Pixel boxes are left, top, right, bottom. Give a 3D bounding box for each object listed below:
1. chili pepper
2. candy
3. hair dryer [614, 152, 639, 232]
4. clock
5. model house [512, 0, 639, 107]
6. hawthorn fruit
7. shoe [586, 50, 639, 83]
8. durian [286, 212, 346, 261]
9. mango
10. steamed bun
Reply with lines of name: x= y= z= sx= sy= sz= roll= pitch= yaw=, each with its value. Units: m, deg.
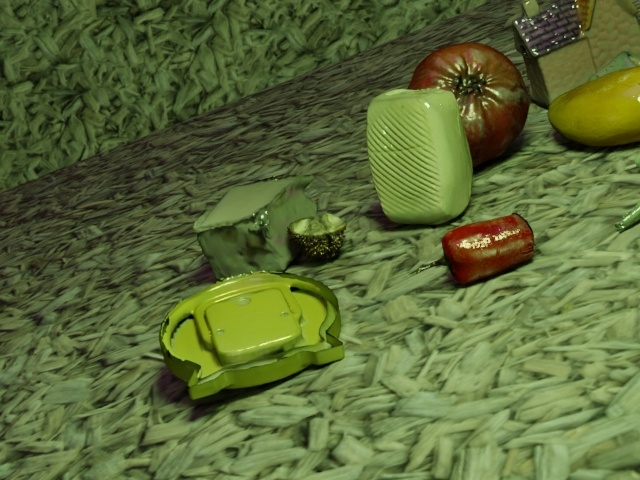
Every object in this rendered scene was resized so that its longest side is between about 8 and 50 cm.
chili pepper: x=0.221 y=0.019 z=1.673 sx=0.192 sy=0.084 sz=0.086 roll=-18 pitch=3 yaw=-3
candy: x=-0.112 y=-0.025 z=2.069 sx=0.185 sy=0.137 sz=0.195 roll=-11 pitch=24 yaw=32
hair dryer: x=0.511 y=-0.086 z=1.695 sx=0.237 sy=0.075 sz=0.206 roll=-39 pitch=17 yaw=-21
clock: x=-0.104 y=0.145 z=1.708 sx=0.277 sy=0.071 sz=0.293 roll=-12 pitch=28 yaw=-3
model house: x=0.517 y=-0.427 z=2.299 sx=0.237 sy=0.237 sz=0.202 roll=-21 pitch=21 yaw=4
hawthorn fruit: x=0.271 y=-0.236 z=2.134 sx=0.242 sy=0.242 sz=0.271 roll=-26 pitch=-20 yaw=-11
shoe: x=0.582 y=-0.305 z=2.116 sx=0.251 sy=0.100 sz=0.103 roll=-16 pitch=22 yaw=11
durian: x=0.003 y=0.001 z=1.977 sx=0.110 sy=0.071 sz=0.140 roll=-14 pitch=17 yaw=-14
mango: x=0.516 y=-0.237 z=1.978 sx=0.176 sy=0.119 sz=0.317 roll=-41 pitch=22 yaw=-23
steamed bun: x=0.185 y=-0.151 z=1.956 sx=0.170 sy=0.238 sz=0.153 roll=-1 pitch=15 yaw=41
